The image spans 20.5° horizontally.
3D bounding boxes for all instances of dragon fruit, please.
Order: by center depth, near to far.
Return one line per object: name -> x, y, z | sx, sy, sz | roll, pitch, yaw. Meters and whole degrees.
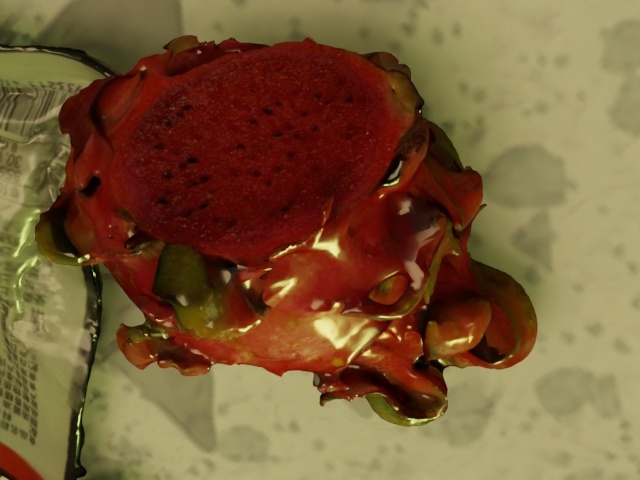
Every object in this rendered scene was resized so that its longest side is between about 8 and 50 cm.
dragon fruit -> 0.000, 0.000, 0.654 | 0.208, 0.133, 0.150 | 29, 150, -28

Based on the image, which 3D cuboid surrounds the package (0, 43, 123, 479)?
package -> -0.156, -0.006, 0.758 | 0.166, 0.040, 0.232 | 23, 122, 15
